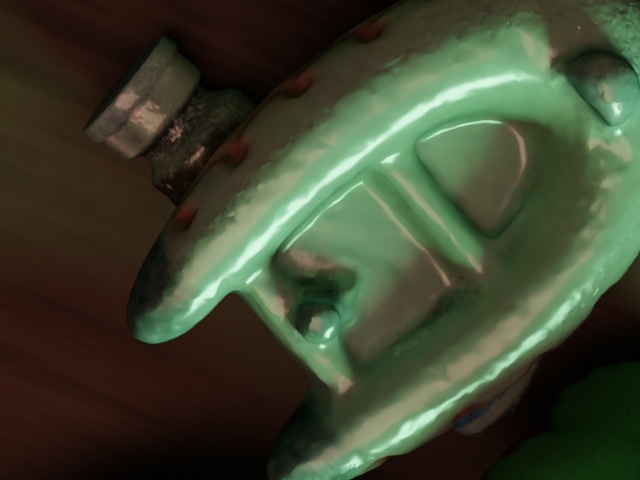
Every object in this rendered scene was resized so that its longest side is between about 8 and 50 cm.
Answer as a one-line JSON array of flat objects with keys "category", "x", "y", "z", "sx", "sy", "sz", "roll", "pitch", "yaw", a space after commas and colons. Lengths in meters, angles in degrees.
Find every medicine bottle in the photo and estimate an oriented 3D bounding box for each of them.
[{"category": "medicine bottle", "x": 0.000, "y": 0.000, "z": 0.584, "sx": 0.191, "sy": 0.051, "sz": 0.051, "roll": 39, "pitch": 112, "yaw": -12}]

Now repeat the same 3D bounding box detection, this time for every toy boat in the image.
[{"category": "toy boat", "x": 0.038, "y": -0.008, "z": 0.526, "sx": 0.207, "sy": 0.079, "sz": 0.134, "roll": -39, "pitch": 100, "yaw": -3}]

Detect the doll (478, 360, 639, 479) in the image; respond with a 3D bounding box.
[{"category": "doll", "x": 0.157, "y": 0.223, "z": 0.605, "sx": 0.160, "sy": 0.182, "sz": 0.363, "roll": 8, "pitch": 124, "yaw": 35}]
